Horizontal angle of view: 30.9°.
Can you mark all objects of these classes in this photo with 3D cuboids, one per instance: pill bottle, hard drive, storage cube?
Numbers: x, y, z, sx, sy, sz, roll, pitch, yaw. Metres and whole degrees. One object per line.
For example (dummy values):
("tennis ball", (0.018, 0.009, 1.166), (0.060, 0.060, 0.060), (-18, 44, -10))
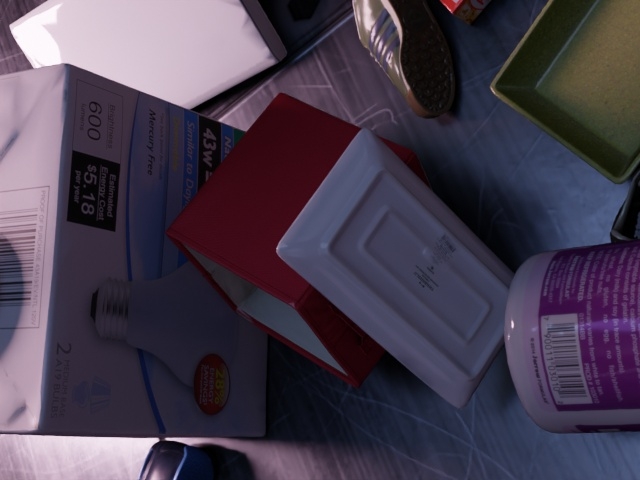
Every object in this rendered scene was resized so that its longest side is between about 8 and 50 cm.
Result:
("pill bottle", (0.325, 0.076, 0.985), (0.302, 0.169, 0.169), (-8, 77, 33))
("hard drive", (-0.217, -0.247, 1.430), (0.307, 0.040, 0.203), (-23, 106, 30))
("storage cube", (0.000, 0.000, 1.179), (0.215, 0.183, 0.193), (27, 73, 35))

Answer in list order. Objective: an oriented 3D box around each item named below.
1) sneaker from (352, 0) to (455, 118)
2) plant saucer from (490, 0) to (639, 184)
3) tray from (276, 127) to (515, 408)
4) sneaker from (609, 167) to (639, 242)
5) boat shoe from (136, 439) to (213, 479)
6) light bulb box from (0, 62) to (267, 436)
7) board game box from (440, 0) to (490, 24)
("sneaker", (0.085, -0.219, 1.272), (0.086, 0.064, 0.192), (-25, 85, 66))
("plant saucer", (0.288, -0.173, 1.123), (0.188, 0.045, 0.188), (45, 108, 36))
("tray", (0.094, 0.033, 1.081), (0.145, 0.270, 0.030), (-55, 28, -13))
("sneaker", (0.330, -0.064, 1.064), (0.066, 0.071, 0.188), (32, 101, 34))
("boat shoe", (-0.202, 0.361, 1.356), (0.089, 0.109, 0.258), (14, 74, 42))
("light bulb box", (-0.238, 0.035, 1.263), (0.225, 0.361, 0.357), (-3, 80, 33))
("board game box", (0.172, -0.352, 1.239), (0.193, 0.045, 0.147), (-49, 58, 18))
